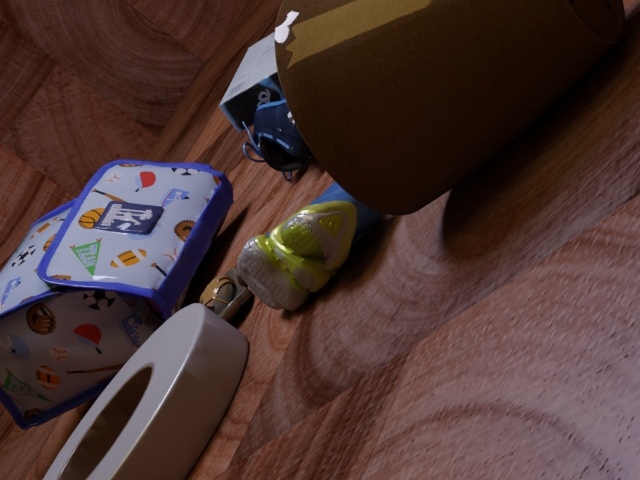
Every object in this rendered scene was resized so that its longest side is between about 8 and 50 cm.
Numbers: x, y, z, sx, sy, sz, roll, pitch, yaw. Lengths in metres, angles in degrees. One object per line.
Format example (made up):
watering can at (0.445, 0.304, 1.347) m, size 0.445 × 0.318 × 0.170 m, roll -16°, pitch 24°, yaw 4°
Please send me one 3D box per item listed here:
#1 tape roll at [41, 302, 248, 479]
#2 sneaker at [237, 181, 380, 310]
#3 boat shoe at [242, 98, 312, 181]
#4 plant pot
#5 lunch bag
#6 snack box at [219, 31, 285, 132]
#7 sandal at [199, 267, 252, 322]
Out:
tape roll at (-0.229, 0.246, 1.822) m, size 0.392 × 0.072 × 0.392 m, roll -49°, pitch 13°, yaw 16°
sneaker at (0.000, 0.000, 1.685) m, size 0.126 × 0.091 × 0.240 m, roll -38°, pitch 4°, yaw -27°
boat shoe at (-0.058, -0.140, 2.178) m, size 0.258 × 0.109 × 0.089 m, roll 145°, pitch 144°, yaw -81°
plant pot at (0.129, -0.177, 1.385) m, size 0.254 × 0.237 × 0.237 m, roll -25°, pitch 27°, yaw 36°
lunch bag at (-0.324, 0.058, 2.357) m, size 0.385 × 0.239 × 0.328 m, roll -24°, pitch 26°, yaw 34°
snack box at (0.009, -0.292, 2.293) m, size 0.322 × 0.060 × 0.187 m, roll -27°, pitch 24°, yaw 29°
sandal at (-0.126, 0.069, 1.987) m, size 0.072 × 0.049 × 0.180 m, roll -51°, pitch 12°, yaw 10°
